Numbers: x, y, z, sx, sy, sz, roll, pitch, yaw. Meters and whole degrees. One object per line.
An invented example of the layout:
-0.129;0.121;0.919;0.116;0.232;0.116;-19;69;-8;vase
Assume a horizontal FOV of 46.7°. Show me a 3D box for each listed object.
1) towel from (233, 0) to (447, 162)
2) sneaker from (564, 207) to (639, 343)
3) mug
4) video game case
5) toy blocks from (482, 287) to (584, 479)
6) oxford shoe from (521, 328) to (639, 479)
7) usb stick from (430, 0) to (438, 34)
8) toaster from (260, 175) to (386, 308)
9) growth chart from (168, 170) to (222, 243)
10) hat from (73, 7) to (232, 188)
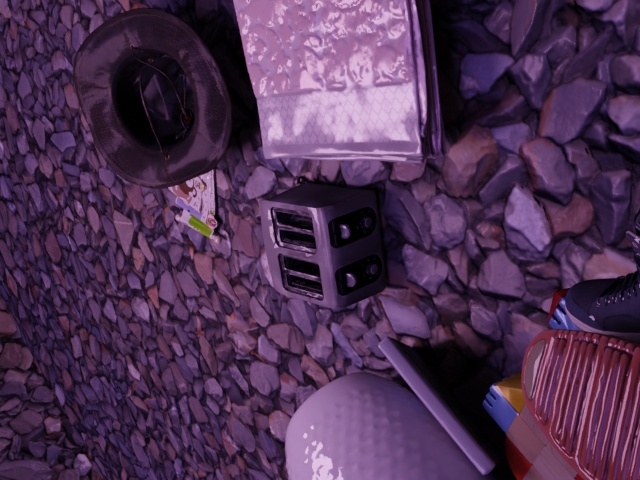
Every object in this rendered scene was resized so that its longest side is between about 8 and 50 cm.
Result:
0.007;-0.260;0.984;0.332;0.053;0.317;7;113;46;towel
0.311;0.027;0.716;0.163;0.086;0.226;57;158;-21;sneaker
0.111;0.396;1.132;0.328;0.276;0.374;51;169;33;mug
0.172;0.227;1.035;0.023;0.193;0.212;-42;70;4;video game case
0.313;0.236;0.884;0.261;0.191;0.381;52;148;35;toy blocks
0.351;0.180;0.643;0.397;0.146;0.140;27;109;54;oxford shoe
0.052;-0.252;1.014;0.278;0.045;0.077;-25;90;51;usb stick
0.000;0.000;1.148;0.186;0.110;0.168;12;117;45;toaster
-0.254;-0.124;1.442;0.172;0.021;0.237;20;122;43;growth chart
-0.267;-0.256;1.300;0.331;0.134;0.331;12;118;23;hat
